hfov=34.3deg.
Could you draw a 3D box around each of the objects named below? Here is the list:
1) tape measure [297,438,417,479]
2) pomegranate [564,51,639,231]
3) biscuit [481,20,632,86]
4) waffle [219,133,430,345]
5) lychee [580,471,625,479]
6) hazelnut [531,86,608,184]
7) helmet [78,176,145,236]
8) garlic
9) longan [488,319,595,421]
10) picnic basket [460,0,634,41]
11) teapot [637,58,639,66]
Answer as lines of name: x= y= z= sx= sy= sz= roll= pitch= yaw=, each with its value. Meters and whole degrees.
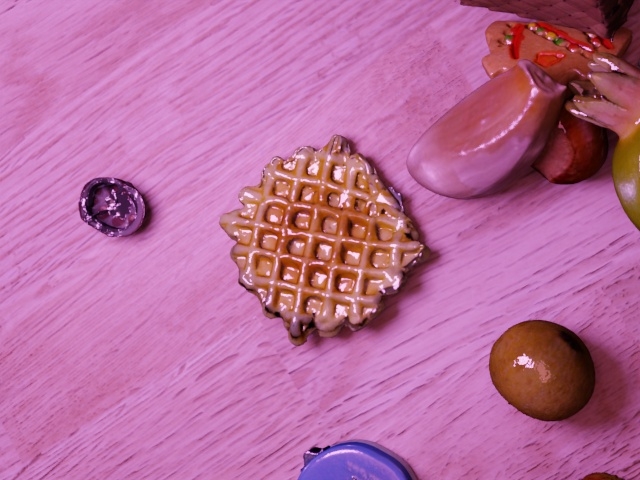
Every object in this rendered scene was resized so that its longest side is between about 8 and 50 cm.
tape measure: x=0.109 y=0.455 z=1.605 sx=0.351 sy=0.098 sz=0.215 roll=27 pitch=95 yaw=12
pomegranate: x=0.513 y=-0.146 z=1.463 sx=0.358 sy=0.216 sz=0.310 roll=27 pitch=95 yaw=3
biscuit: x=0.359 y=-0.288 z=1.561 sx=0.238 sy=0.041 sz=0.212 roll=-15 pitch=41 yaw=-6
waffle: x=0.000 y=0.000 z=1.669 sx=0.297 sy=0.073 sz=0.317 roll=-36 pitch=72 yaw=4
lychee: x=0.416 y=0.399 z=1.522 sx=0.146 sy=0.114 sz=0.114 roll=13 pitch=90 yaw=-5
hazelnut: x=0.366 y=-0.162 z=1.561 sx=0.143 sy=0.143 sz=0.154 roll=-33 pitch=87 yaw=10
helmet: x=-0.344 y=-0.058 z=1.757 sx=0.123 sy=0.070 sz=0.098 roll=22 pitch=99 yaw=7
garlic: x=0.241 y=-0.144 z=1.532 sx=0.143 sy=0.112 sz=0.318 roll=52 pitch=133 yaw=3
longan: x=0.326 y=0.200 z=1.549 sx=0.145 sy=0.176 sz=0.155 roll=-11 pitch=55 yaw=-27
picnic basket: x=0.344 y=-0.496 z=1.500 sx=0.337 sy=0.293 sz=0.337 roll=-6 pitch=73 yaw=22
teapot: x=0.533 y=-0.261 z=1.566 sx=0.110 sy=0.043 sz=0.043 roll=25 pitch=93 yaw=18
